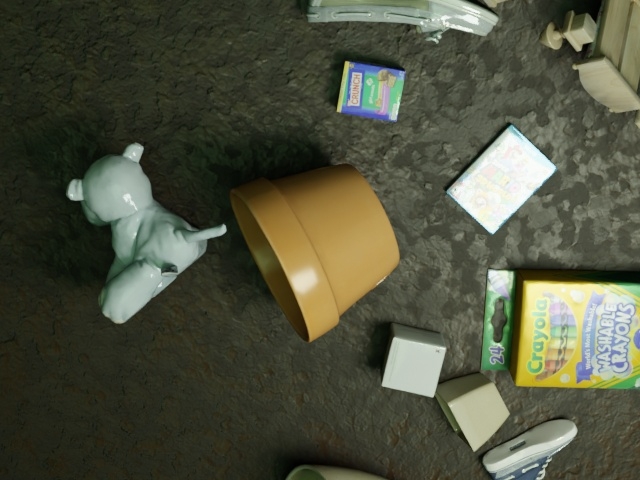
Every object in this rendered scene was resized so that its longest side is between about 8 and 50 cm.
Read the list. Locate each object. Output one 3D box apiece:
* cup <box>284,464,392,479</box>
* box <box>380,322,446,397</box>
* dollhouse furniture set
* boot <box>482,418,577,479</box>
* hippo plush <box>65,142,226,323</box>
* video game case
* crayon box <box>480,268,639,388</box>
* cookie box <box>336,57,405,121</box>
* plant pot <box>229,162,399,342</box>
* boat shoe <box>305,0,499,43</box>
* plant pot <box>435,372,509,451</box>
[{"bbox_3d":[0.090,0.565,1.909,0.237,0.331,0.331,-2,106,-27],"label":"cup"},{"bbox_3d":[0.168,0.218,1.907,0.102,0.087,0.101,12,104,-3],"label":"box"},{"bbox_3d":[0.444,-0.385,1.755,0.355,0.173,0.303,39,59,-36],"label":"dollhouse furniture set"},{"bbox_3d":[0.409,0.411,1.974,0.190,0.069,0.086,-26,110,15],"label":"boot"},{"bbox_3d":[-0.335,-0.016,1.765,0.234,0.294,0.236,-42,93,-12],"label":"hippo plush"},{"bbox_3d":[0.323,-0.109,1.861,0.119,0.015,0.166,42,100,-9],"label":"video game case"},{"bbox_3d":[0.464,0.161,1.896,0.323,0.083,0.203,1,104,0],"label":"crayon box"},{"bbox_3d":[0.087,-0.261,1.809,0.107,0.040,0.092,9,105,-2],"label":"cookie box"},{"bbox_3d":[0.000,0.000,1.768,0.203,0.291,0.291,-27,103,-9],"label":"plant pot"},{"bbox_3d":[0.136,-0.386,1.744,0.320,0.118,0.103,12,110,1],"label":"boat shoe"},{"bbox_3d":[0.283,0.306,1.927,0.096,0.109,0.109,-31,103,-5],"label":"plant pot"}]
